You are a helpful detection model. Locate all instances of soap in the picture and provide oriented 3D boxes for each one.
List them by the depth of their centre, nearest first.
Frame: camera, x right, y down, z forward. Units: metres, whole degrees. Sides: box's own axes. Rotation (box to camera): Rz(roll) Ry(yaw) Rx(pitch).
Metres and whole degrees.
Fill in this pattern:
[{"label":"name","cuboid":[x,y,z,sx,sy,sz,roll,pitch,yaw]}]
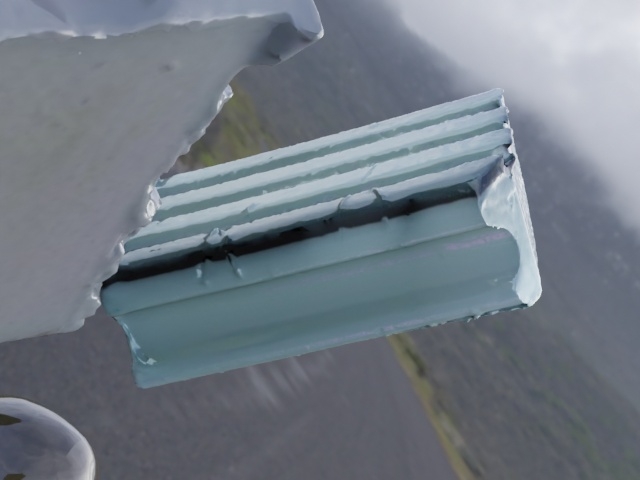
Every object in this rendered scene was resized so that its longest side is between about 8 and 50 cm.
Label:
[{"label":"soap","cuboid":[-0.173,-0.121,0.491,0.302,0.159,0.258,60,-37,17]},{"label":"soap","cuboid":[0.000,0.000,0.794,0.150,0.262,0.094,-79,152,-64]}]

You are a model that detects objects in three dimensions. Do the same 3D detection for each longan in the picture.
[{"label":"longan","cuboid":[-0.330,0.277,1.330,0.248,0.248,0.248,55,1,-1]}]
